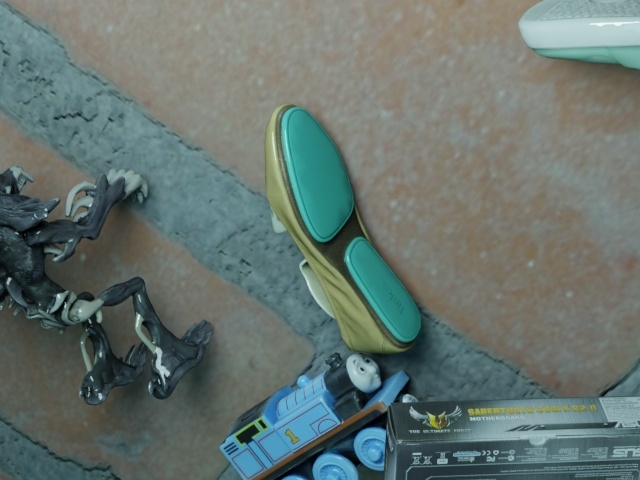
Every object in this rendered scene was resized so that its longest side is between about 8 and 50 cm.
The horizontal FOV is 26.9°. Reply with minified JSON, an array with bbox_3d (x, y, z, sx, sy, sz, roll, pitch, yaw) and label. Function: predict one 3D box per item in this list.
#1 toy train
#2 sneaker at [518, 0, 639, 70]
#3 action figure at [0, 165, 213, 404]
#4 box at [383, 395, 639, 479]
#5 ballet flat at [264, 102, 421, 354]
[{"bbox_3d":[0.003,0.167,1.177,0.184,0.080,0.105,-36,96,30],"label":"toy train"},{"bbox_3d":[0.265,-0.101,0.935,0.256,0.094,0.151,4,121,17],"label":"sneaker"},{"bbox_3d":[-0.221,0.016,1.134,0.164,0.141,0.275,-19,126,28],"label":"action figure"},{"bbox_3d":[0.169,0.220,1.121,0.231,0.056,0.183,-2,119,-3],"label":"box"},{"bbox_3d":[0.000,0.000,1.089,0.073,0.080,0.232,-14,112,40],"label":"ballet flat"}]
